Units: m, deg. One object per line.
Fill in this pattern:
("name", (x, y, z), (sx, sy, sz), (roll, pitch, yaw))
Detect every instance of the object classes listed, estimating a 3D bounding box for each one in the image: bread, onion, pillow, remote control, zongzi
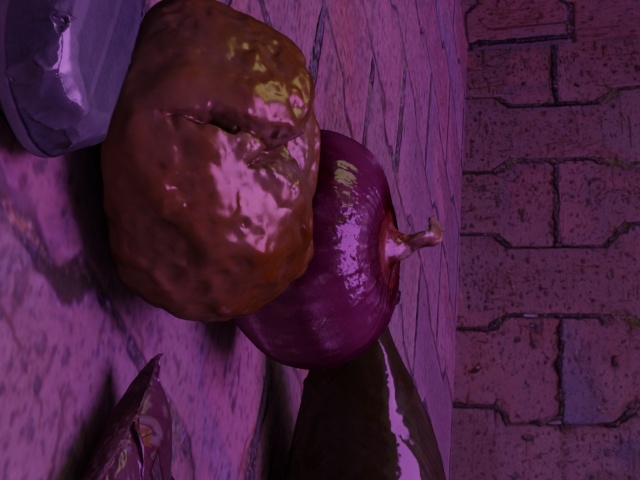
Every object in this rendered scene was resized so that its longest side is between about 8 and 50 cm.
("bread", (-0.066, -0.053, 0.816), (0.244, 0.134, 0.244), (-2, 90, -85))
("onion", (-0.013, -0.001, 1.007), (0.207, 0.200, 0.200), (-57, 155, -15))
("pillow", (-0.131, 0.171, 0.729), (0.185, 0.043, 0.118), (-67, 158, -56))
("remote control", (-0.146, -0.152, 0.703), (0.104, 0.052, 0.247), (75, 15, -46))
("zongzi", (0.024, 0.267, 1.097), (0.356, 0.174, 0.393), (-63, 147, -58))
